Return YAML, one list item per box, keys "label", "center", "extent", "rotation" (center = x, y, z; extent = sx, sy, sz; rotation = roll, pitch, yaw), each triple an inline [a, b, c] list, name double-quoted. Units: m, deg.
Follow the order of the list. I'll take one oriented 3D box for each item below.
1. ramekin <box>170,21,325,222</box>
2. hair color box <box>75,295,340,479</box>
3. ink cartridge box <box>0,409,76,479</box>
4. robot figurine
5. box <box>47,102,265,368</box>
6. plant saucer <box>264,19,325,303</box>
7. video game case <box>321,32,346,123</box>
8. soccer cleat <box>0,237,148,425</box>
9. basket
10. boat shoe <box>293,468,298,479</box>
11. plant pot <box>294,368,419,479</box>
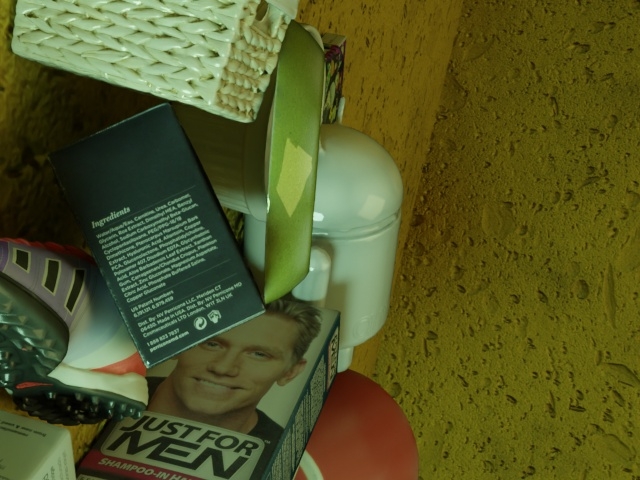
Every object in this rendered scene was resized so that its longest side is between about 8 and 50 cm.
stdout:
- label: "ramekin"
  center: [-0.075, -0.128, 0.946]
  extent: [0.207, 0.108, 0.207]
  rotation: [12, 90, -77]
- label: "hair color box"
  center: [-0.108, 0.194, 0.942]
  extent: [0.347, 0.173, 0.105]
  rotation: [-61, 158, -54]
- label: "ink cartridge box"
  center: [-0.242, 0.231, 0.579]
  extent: [0.208, 0.086, 0.153]
  rotation: [-58, 156, -56]
- label: "robot figurine"
  center: [0.000, 0.000, 1.180]
  extent: [0.300, 0.199, 0.354]
  rotation: [-84, 179, -59]
- label: "box"
  center: [-0.114, -0.003, 0.674]
  extent: [0.158, 0.093, 0.156]
  rotation: [64, -5, -2]
- label: "plant saucer"
  center: [-0.020, -0.065, 0.769]
  extent: [0.241, 0.037, 0.241]
  rotation: [-176, -90, -89]
- label: "video game case"
  center: [-0.012, -0.163, 1.341]
  extent: [0.210, 0.041, 0.232]
  rotation: [-60, 158, -58]
- label: "soccer cleat"
  center: [-0.198, 0.044, 0.619]
  extent: [0.318, 0.108, 0.117]
  rotation: [67, 18, -67]
- label: "basket"
  center: [-0.113, -0.152, 0.628]
  extent: [0.113, 0.167, 0.103]
  rotation: [-5, 110, -77]
- label: "boat shoe"
  center: [-0.145, 0.346, 1.040]
  extent: [0.116, 0.096, 0.325]
  rotation: [31, 89, -54]
- label: "plant pot"
  center: [-0.029, 0.328, 1.274]
  extent: [0.243, 0.274, 0.275]
  rotation: [-8, 109, -65]
